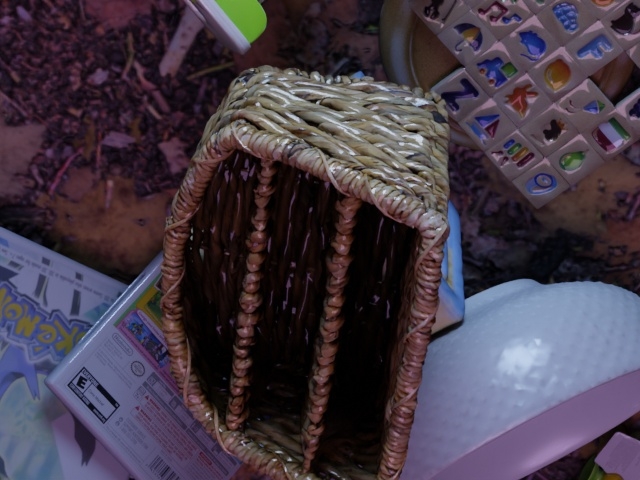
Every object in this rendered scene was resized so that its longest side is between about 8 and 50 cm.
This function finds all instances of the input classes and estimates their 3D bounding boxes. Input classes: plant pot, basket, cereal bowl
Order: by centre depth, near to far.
[{"bbox_3d":[-0.023,0.039,1.391,0.213,0.223,0.299,9,122,-2],"label":"basket"},{"bbox_3d":[0.169,-0.176,1.585,0.236,0.032,0.236,2,120,3],"label":"plant pot"},{"bbox_3d":[0.161,0.136,1.646,0.339,0.339,0.141,-35,72,21],"label":"cereal bowl"}]

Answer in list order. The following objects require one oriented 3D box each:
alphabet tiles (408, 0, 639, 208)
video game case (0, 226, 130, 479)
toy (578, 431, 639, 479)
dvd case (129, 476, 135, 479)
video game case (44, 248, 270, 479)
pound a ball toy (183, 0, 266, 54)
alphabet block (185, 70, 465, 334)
[{"bbox_3d":[0.197,-0.161,1.569,0.198,0.009,0.237,-36,113,22],"label":"alphabet tiles"},{"bbox_3d":[-0.319,0.143,1.675,0.329,0.036,0.300,26,78,-20],"label":"video game case"},{"bbox_3d":[0.377,0.283,1.837,0.237,0.056,0.137,26,123,-6],"label":"toy"},{"bbox_3d":[-0.232,0.164,1.817,0.253,0.022,0.180,13,121,-5],"label":"dvd case"},{"bbox_3d":[-0.136,0.139,1.723,0.193,0.023,0.212,-49,115,-21],"label":"video game case"},{"bbox_3d":[-0.074,-0.311,1.479,0.208,0.136,0.319,-43,112,-3],"label":"pound a ball toy"},{"bbox_3d":[0.000,0.000,1.607,0.197,0.193,0.192,-27,114,18],"label":"alphabet block"}]
